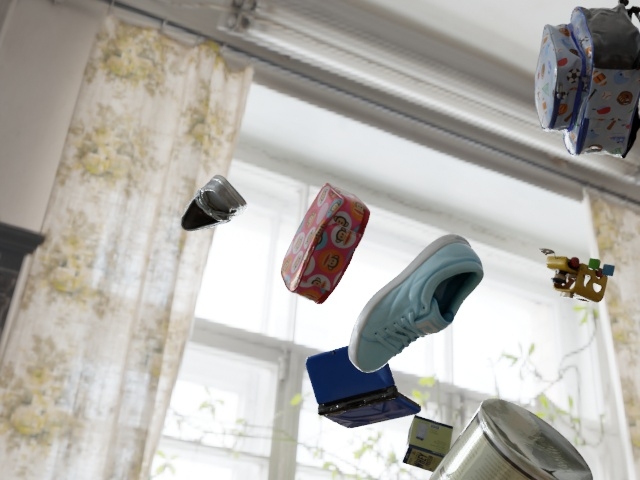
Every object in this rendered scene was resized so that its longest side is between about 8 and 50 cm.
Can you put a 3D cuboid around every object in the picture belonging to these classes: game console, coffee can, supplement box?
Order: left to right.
[{"bbox_3d":[0.134,0.454,2.623,0.293,0.173,0.250,-20,-38,31],"label":"game console"},{"bbox_3d":[0.213,0.406,1.666,0.083,0.083,0.056,16,-49,5],"label":"supplement box"},{"bbox_3d":[0.263,0.418,1.317,0.201,0.201,0.275,22,-70,-26],"label":"coffee can"}]

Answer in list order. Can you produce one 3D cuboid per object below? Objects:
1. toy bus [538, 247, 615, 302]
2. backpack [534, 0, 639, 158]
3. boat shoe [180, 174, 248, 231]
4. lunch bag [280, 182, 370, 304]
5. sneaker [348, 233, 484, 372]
[{"bbox_3d":[0.689,0.108,2.297,0.202,0.104,0.191,12,-11,17],"label":"toy bus"},{"bbox_3d":[0.521,-0.291,1.605,0.213,0.276,0.263,-2,-53,14],"label":"backpack"},{"bbox_3d":[-0.274,-0.082,2.103,0.118,0.103,0.320,48,-21,-14],"label":"boat shoe"},{"bbox_3d":[0.000,0.000,2.182,0.120,0.258,0.293,25,-80,-21],"label":"lunch bag"},{"bbox_3d":[0.198,0.153,1.757,0.135,0.150,0.366,31,-76,-27],"label":"sneaker"}]
